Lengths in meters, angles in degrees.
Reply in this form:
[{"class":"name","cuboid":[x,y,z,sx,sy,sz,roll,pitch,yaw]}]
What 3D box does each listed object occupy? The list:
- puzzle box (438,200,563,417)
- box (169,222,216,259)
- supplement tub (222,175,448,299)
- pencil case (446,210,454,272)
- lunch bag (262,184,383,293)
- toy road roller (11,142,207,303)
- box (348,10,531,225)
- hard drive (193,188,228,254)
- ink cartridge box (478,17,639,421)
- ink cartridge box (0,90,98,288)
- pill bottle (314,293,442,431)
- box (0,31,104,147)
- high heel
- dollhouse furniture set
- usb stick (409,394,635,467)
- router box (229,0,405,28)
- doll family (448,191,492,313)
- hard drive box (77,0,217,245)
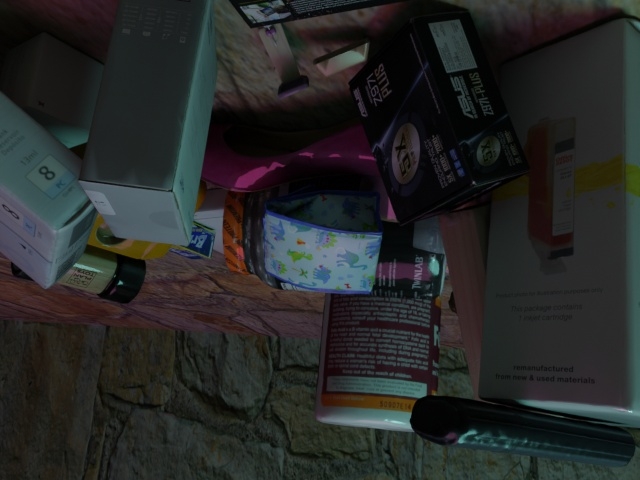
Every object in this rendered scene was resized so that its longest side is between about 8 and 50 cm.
[{"class":"puzzle box","cuboid":[0.317,0.063,0.864,0.409,0.271,0.052,-14,-178,-42]},{"class":"box","cuboid":[-0.281,-0.014,1.265,0.054,0.059,0.169,-6,158,39]},{"class":"supplement tub","cuboid":[0.029,-0.018,1.057,0.338,0.207,0.207,4,163,8]},{"class":"pencil case","cuboid":[0.296,-0.021,1.124,0.273,0.113,0.124,-11,119,45]},{"class":"lunch bag","cuboid":[0.000,0.000,0.883,0.151,0.096,0.128,1,136,-3]},{"class":"toy road roller","cuboid":[-0.367,-0.074,1.110,0.203,0.240,0.329,22,119,-40]},{"class":"box","cuboid":[0.119,-0.125,0.711,0.078,0.180,0.147,-16,174,-26]},{"class":"hard drive","cuboid":[-0.158,-0.017,1.391,0.233,0.047,0.353,-5,160,30]},{"class":"ink cartridge box","cuboid":[0.328,0.003,0.736,0.279,0.384,0.160,20,161,-37]},{"class":"ink cartridge box","cuboid":[-0.447,-0.118,0.803,0.385,0.091,0.308,40,154,-9]},{"class":"pill bottle","cuboid":[0.116,0.153,1.265,0.224,0.391,0.224,5,163,2]},{"class":"box","cuboid":[-0.331,-0.182,0.826,0.087,0.101,0.102,-8,160,37]},{"class":"high heel","cuboid":[-0.036,-0.153,0.904,0.378,0.127,0.181,12,126,5]},{"class":"dollhouse furniture set","cuboid":[-0.009,-0.225,0.739,0.114,0.091,0.081,-20,115,9]},{"class":"usb stick","cuboid":[0.210,0.193,0.668,0.278,0.045,0.077,17,163,-31]},{"class":"router box","cuboid":[-0.011,-0.254,0.581,0.179,0.046,0.133,-2,161,22]},{"class":"doll family","cuboid":[0.260,0.012,0.967,0.119,0.163,0.262,15,128,29]},{"class":"hard drive box","cuboid":[-0.172,-0.132,0.715,0.089,0.232,0.181,7,162,-4]}]
